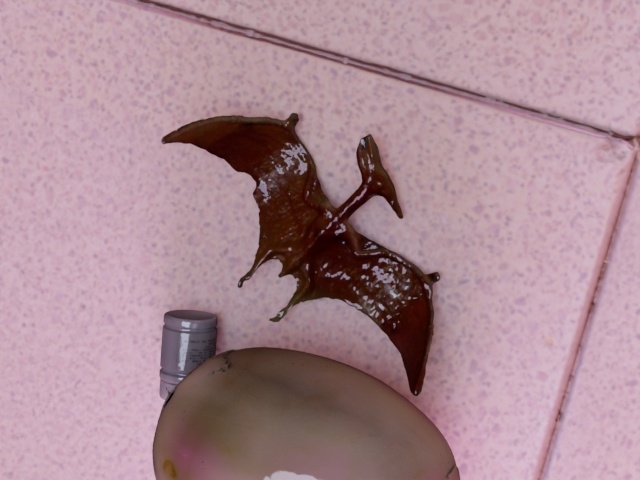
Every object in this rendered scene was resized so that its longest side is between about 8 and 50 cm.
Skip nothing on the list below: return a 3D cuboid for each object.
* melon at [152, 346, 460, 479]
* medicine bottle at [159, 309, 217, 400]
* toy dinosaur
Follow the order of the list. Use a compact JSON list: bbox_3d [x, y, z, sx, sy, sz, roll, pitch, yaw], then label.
[{"bbox_3d":[-0.020,0.225,1.597,0.317,0.223,0.223,18,102,17],"label":"melon"},{"bbox_3d":[-0.141,0.123,1.704,0.058,0.058,0.091,7,99,15],"label":"medicine bottle"},{"bbox_3d":[-0.002,0.010,1.624,0.206,0.113,0.327,-18,93,18],"label":"toy dinosaur"}]
